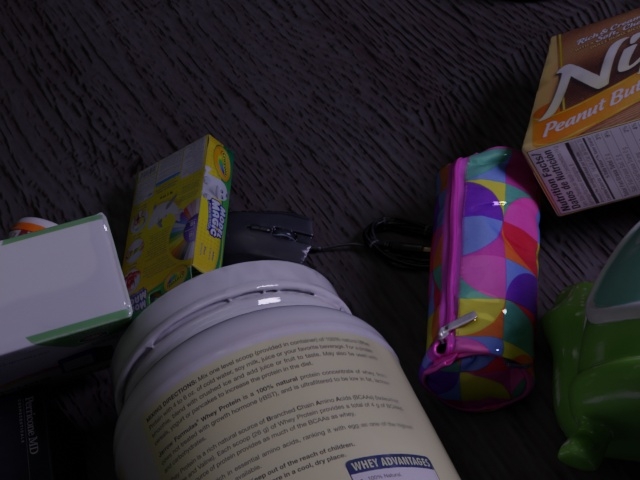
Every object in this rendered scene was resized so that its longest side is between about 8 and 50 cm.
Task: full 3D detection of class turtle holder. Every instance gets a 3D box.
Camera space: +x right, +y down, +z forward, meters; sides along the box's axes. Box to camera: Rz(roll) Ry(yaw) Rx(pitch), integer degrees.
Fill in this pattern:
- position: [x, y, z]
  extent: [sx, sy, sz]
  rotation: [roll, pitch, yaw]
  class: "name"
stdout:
- position: [0.306, 0.081, 0.977]
  extent: [0.243, 0.320, 0.227]
  rotation: [13, 73, 0]
  class: "turtle holder"

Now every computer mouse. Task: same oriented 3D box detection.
- position: [0.000, 0.000, 1.242]
  extent: [0.242, 0.041, 0.071]
  rotation: [-1, 54, 15]
  class: "computer mouse"

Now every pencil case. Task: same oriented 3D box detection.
- position: [0.139, 0.031, 1.139]
  extent: [0.104, 0.104, 0.236]
  rotation: [-3, 52, 14]
  class: "pencil case"

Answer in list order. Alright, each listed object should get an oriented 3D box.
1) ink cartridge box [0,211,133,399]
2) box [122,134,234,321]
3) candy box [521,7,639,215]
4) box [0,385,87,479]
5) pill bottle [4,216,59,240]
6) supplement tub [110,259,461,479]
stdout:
- position: [-0.237, 0.064, 1.095]
  extent: [0.154, 0.212, 0.093]
  rotation: [-16, 80, -12]
  class: "ink cartridge box"
- position: [-0.137, -0.005, 1.258]
  extent: [0.105, 0.043, 0.179]
  rotation: [-24, 44, 34]
  class: "box"
- position: [0.341, -0.142, 1.130]
  extent: [0.316, 0.087, 0.183]
  rotation: [-16, 33, 31]
  class: "candy box"
- position: [-0.282, 0.274, 1.089]
  extent: [0.184, 0.103, 0.261]
  rotation: [-17, 52, 0]
  class: "box"
- position: [-0.284, 0.060, 1.251]
  extent: [0.086, 0.086, 0.152]
  rotation: [13, 60, 24]
  class: "pill bottle"
- position: [-0.017, 0.197, 0.982]
  extent: [0.235, 0.235, 0.324]
  rotation: [-25, 52, -3]
  class: "supplement tub"
